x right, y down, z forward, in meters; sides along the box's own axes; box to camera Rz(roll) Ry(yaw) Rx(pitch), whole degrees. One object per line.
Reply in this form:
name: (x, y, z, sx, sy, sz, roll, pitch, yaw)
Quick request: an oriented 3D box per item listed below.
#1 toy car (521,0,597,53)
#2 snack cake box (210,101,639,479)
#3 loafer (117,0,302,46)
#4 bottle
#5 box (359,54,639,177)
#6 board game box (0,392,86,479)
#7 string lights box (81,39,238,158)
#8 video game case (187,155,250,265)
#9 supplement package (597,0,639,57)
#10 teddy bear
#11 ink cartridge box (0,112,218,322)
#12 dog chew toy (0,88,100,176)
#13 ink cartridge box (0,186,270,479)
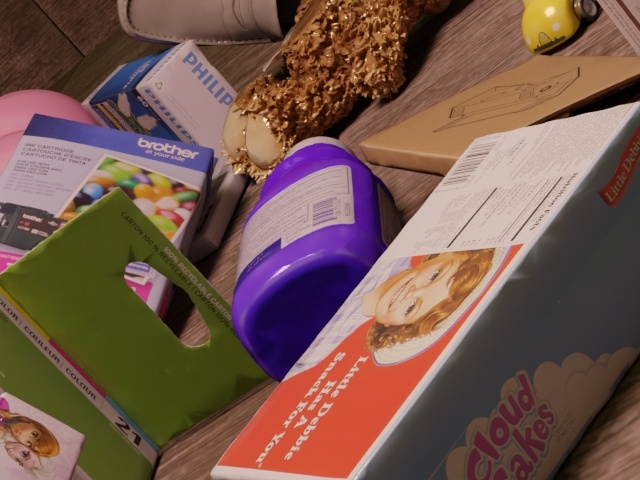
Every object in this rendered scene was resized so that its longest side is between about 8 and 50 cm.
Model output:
toy car: (0.245, -0.266, 1.282, 0.225, 0.053, 0.239, -37, 18, 18)
snack cake box: (0.079, 0.054, 0.809, 0.264, 0.089, 0.152, -50, 20, -23)
loafer: (-0.064, -0.270, 1.690, 0.319, 0.112, 0.111, -10, 18, -2)
bottle: (0.000, 0.000, 1.110, 0.118, 0.092, 0.283, -33, 18, 12)
box: (0.132, -0.089, 1.074, 0.164, 0.021, 0.201, -27, 13, -14)
board game box: (-0.266, 0.292, 0.891, 0.318, 0.066, 0.319, -54, 12, 21)
string lights box: (-0.172, -0.144, 1.778, 0.077, 0.133, 0.259, -47, 17, -17)
video game case: (-0.155, -0.006, 1.593, 0.193, 0.023, 0.212, -33, 20, 27)
supplement package: (0.261, -0.293, 1.053, 0.145, 0.204, 0.262, -22, 25, 47)
teddy bear: (0.027, -0.189, 1.530, 0.338, 0.113, 0.245, -57, 16, -20)
ink cartridge box: (-0.210, -0.022, 1.434, 0.311, 0.185, 0.065, -75, -4, -51)
dog chew toy: (-0.336, -0.051, 1.835, 0.206, 0.206, 0.332, -40, 25, 7)
ink cartridge box: (-0.183, 0.110, 1.081, 0.255, 0.189, 0.097, -34, 18, 24)
